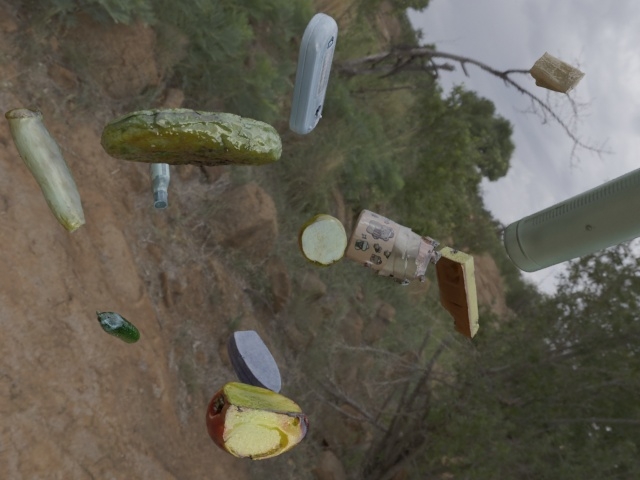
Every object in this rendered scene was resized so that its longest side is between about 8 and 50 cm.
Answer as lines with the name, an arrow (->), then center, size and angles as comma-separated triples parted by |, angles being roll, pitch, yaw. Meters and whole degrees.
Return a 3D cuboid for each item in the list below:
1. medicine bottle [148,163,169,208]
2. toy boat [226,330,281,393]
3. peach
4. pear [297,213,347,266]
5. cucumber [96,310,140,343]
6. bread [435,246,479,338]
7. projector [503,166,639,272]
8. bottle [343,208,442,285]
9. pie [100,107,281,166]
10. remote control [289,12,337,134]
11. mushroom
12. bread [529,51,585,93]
medicine bottle -> -0.496, -0.191, 1.644 | 0.054, 0.090, 0.208 | 8, 52, -30
toy boat -> -0.209, 0.412, 1.728 | 0.127, 0.078, 0.283 | 5, 37, -43
peach -> -0.165, 0.452, 1.343 | 0.268, 0.158, 0.154 | 18, 12, -36
pear -> 0.000, 0.000, 1.426 | 0.141, 0.141, 0.104 | 64, -14, -8
cucumber -> -0.518, 0.226, 1.381 | 0.250, 0.056, 0.055 | 81, -7, -66
bread -> 0.328, 0.125, 1.274 | 0.088, 0.049, 0.226 | 23, -44, 45
projector -> 0.476, -0.041, 0.904 | 0.108, 0.338, 0.108 | 13, 64, -29
bottle -> 0.122, 0.018, 0.893 | 0.152, 0.098, 0.099 | 24, 18, 4
pie -> -0.227, -0.169, 0.957 | 0.323, 0.324, 0.070 | 4, 85, -72
remote control -> -0.013, -0.293, 0.972 | 0.087, 0.047, 0.244 | -59, 170, -36
mushroom -> -0.665, -0.176, 1.310 | 0.333, 0.087, 0.107 | 62, 12, -3
bread -> 0.682, -0.459, 1.523 | 0.105, 0.077, 0.152 | 23, 25, -50
